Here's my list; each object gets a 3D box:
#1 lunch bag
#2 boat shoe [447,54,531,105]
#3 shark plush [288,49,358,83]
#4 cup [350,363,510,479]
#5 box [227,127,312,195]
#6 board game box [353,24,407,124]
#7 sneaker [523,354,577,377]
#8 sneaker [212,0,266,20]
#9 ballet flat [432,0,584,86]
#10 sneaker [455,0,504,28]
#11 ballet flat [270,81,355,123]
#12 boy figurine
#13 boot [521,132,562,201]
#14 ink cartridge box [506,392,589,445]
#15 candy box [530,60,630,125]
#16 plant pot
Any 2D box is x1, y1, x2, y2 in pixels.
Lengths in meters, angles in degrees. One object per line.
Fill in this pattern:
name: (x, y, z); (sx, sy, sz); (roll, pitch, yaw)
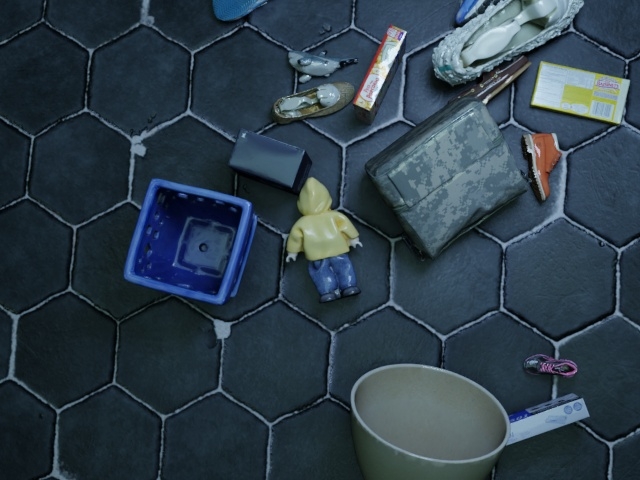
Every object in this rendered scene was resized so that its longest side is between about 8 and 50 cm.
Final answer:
lunch bag: (0.278, -0.131, 1.748); (0.305, 0.212, 0.256); (-36, 102, 4)
boat shoe: (0.385, -0.359, 1.823); (0.207, 0.073, 0.073); (-40, 87, 1)
shark plush: (0.005, -0.427, 1.873); (0.161, 0.073, 0.067); (-9, 55, 9)
cup: (0.211, 0.450, 1.683); (0.330, 0.331, 0.237); (10, 114, 6)
box: (-0.112, -0.175, 1.809); (0.155, 0.158, 0.093); (19, 88, 7)
board game box: (0.136, -0.372, 1.809); (0.045, 0.147, 0.194); (25, 88, 6)
sneaker: (0.514, 0.281, 1.772); (0.119, 0.057, 0.047); (3, 88, 6)
sneaker: (-0.152, -0.587, 1.884); (0.228, 0.092, 0.087); (-26, 86, 22)
ballet flat: (0.434, -0.471, 1.749); (0.408, 0.147, 0.147); (-36, 84, -2)
sneaker: (0.396, -0.638, 1.832); (0.147, 0.129, 0.330); (32, 96, 29)
ballet flat: (-0.018, -0.323, 1.858); (0.206, 0.067, 0.073); (-21, 84, 3)
boy figurine: (0.000, 0.000, 1.821); (0.177, 0.092, 0.285); (-18, 84, 4)
boot: (0.512, -0.169, 1.808); (0.084, 0.059, 0.158); (-8, 84, -1)
ink cartridge box: (0.473, 0.393, 1.746); (0.207, 0.097, 0.046); (-20, 84, 3)
candy box: (0.593, -0.337, 1.826); (0.205, 0.027, 0.105); (14, 85, 6)
plant pot: (-0.274, 0.008, 1.783); (0.235, 0.212, 0.236); (15, 88, 6)
